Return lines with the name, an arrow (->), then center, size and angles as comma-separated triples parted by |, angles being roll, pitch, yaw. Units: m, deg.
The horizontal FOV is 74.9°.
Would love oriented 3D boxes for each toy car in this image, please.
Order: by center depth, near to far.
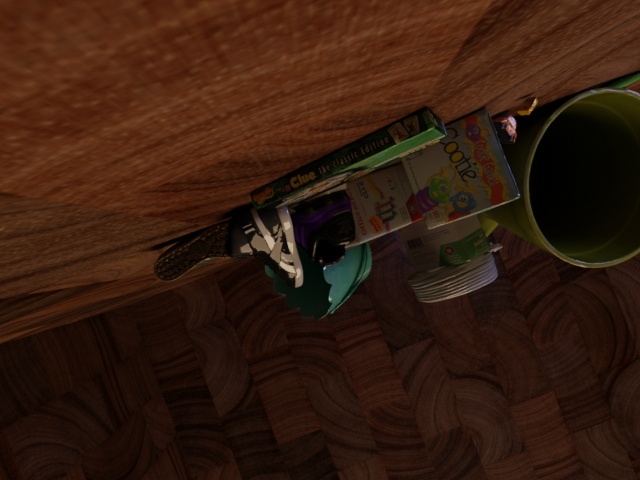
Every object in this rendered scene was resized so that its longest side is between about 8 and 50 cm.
toy car -> 0.335, -0.201, 0.703 | 0.041, 0.060, 0.122 | -53, -169, -6

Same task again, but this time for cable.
cable -> 0.391, 0.102, 1.247 | 0.256, 0.089, 0.257 | -24, -179, -27

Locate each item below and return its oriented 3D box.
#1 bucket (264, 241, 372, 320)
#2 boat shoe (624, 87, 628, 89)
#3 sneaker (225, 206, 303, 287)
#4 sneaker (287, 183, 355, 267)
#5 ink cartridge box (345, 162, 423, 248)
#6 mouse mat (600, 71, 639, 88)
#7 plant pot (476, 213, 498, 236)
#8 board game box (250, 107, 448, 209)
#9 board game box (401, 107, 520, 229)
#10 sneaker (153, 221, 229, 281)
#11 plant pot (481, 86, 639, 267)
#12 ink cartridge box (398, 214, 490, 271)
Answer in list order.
bucket -> -0.009, 0.048, 1.119 | 0.183, 0.281, 0.281 | -31, -175, -35
boat shoe -> 0.826, -0.352, 1.192 | 0.096, 0.117, 0.324 | -16, 178, 35
sneaker -> -0.104, 0.017, 0.746 | 0.121, 0.079, 0.217 | -16, 137, -7
sneaker -> -0.018, -0.013, 0.825 | 0.102, 0.146, 0.293 | -20, 179, -23
ink cartridge box -> 0.099, -0.067, 0.885 | 0.176, 0.128, 0.127 | -21, 179, -25
mouse mat -> 0.676, -0.353, 0.940 | 0.189, 0.007, 0.152 | -22, 179, -8
plant pot -> 0.522, -0.173, 1.337 | 0.293, 0.275, 0.275 | -36, 180, -4
board game box -> 0.041, -0.104, 0.580 | 0.259, 0.031, 0.136 | -21, 177, 24
board game box -> 0.246, -0.118, 0.752 | 0.141, 0.145, 0.275 | -21, 179, 20
sneaker -> -0.215, 0.010, 0.779 | 0.192, 0.064, 0.086 | -26, -165, -13
plant pot -> 0.555, -0.146, 1.028 | 0.366, 0.367, 0.353 | -21, -170, -6
ink cartridge box -> 0.321, -0.069, 1.192 | 0.117, 0.279, 0.201 | -24, -179, -34
